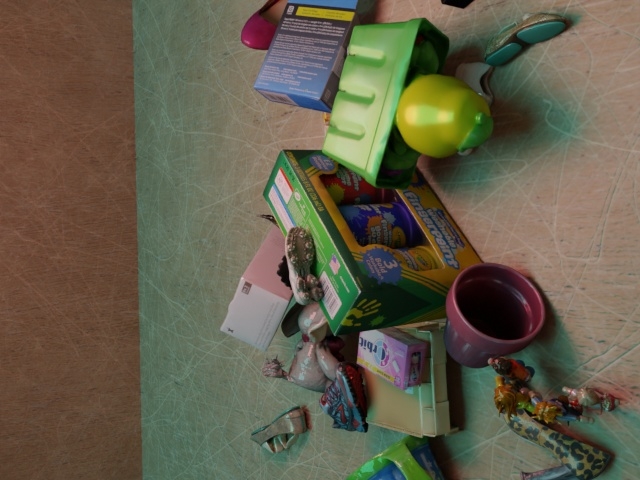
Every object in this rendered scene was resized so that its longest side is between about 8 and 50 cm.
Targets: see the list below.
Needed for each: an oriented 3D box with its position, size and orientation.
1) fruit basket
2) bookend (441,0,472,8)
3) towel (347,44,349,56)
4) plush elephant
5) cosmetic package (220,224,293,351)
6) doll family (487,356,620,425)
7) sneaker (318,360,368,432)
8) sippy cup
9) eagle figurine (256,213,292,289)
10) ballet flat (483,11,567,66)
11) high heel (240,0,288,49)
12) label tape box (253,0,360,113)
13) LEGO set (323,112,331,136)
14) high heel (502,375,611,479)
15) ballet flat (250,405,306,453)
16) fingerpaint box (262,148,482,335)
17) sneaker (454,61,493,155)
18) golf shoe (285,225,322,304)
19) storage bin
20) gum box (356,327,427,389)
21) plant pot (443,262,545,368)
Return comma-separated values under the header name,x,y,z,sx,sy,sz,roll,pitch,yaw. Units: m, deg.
name,x,y,z,sx,sy,sz,roll,pitch,yaw
fruit basket,0.218,-0.282,1.502,0.392,0.283,0.391,1,93,25
bookend,0.334,-0.640,1.561,0.157,0.072,0.156,-28,68,53
towel,0.176,-0.394,1.766,0.235,0.121,0.283,-1,91,55
plush elephant,0.010,0.287,1.945,0.272,0.330,0.255,15,86,62
cosmetic package,-0.139,0.116,2.042,0.385,0.156,0.217,-66,1,-55
doll family,0.427,0.310,1.321,0.263,0.163,0.118,16,87,38
sneaker,0.052,0.419,1.801,0.104,0.125,0.261,-80,-19,-50
sippy cup,0.216,0.623,1.684,0.240,0.305,0.224,-40,67,16
eagle figurine,-0.003,-0.009,1.860,0.226,0.298,0.225,-133,24,-71
ballet flat,0.423,-0.438,1.446,0.206,0.073,0.067,-19,62,51
high heel,-0.105,-0.690,1.992,0.127,0.377,0.181,31,138,1
label tape box,-0.013,-0.536,1.902,0.241,0.106,0.333,19,85,33
LEGO set,0.052,-0.440,2.003,0.132,0.107,0.286,-43,-54,-89
high heel,0.477,0.366,1.416,0.186,0.093,0.261,-28,56,32
ballet flat,-0.143,0.654,2.315,0.316,0.108,0.106,-46,62,49
fingerpaint box,0.124,-0.019,1.638,0.444,0.371,0.163,62,141,34
sneaker,0.348,-0.298,1.562,0.094,0.080,0.212,7,97,44
golf shoe,-0.052,0.058,1.521,0.086,0.069,0.176,-27,70,63
storage bin,0.228,0.336,1.724,0.260,0.123,0.262,-5,87,56
gum box,0.170,0.271,1.640,0.188,0.062,0.107,20,108,54
plant pot,0.353,0.178,1.483,0.180,0.201,0.201,105,146,-50
